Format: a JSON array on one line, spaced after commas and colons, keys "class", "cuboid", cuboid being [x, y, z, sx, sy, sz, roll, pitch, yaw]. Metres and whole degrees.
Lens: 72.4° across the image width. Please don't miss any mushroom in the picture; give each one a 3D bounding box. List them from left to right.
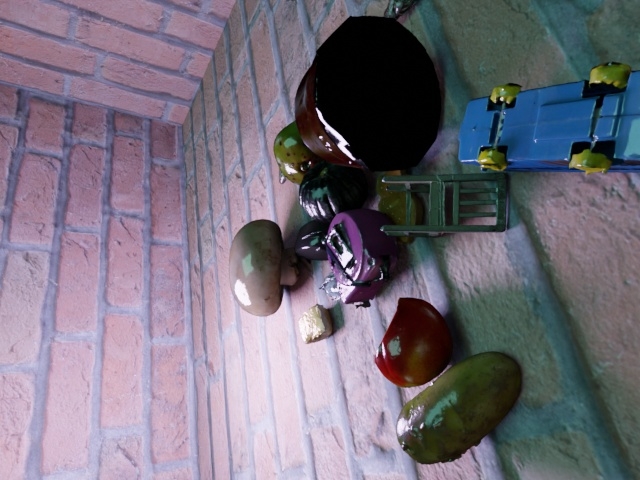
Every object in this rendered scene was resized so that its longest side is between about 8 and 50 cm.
[{"class": "mushroom", "cuboid": [-0.186, 0.100, 1.625, 0.362, 0.294, 0.363, 179, 90, -86]}]

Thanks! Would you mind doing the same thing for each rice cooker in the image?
[{"class": "rice cooker", "cuboid": [0.001, 0.000, 1.426, 0.203, 0.142, 0.119, -24, 53, 50]}]

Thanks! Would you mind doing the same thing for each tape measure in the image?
[{"class": "tape measure", "cuboid": [0.110, 0.036, 1.215, 0.232, 0.149, 0.245, 114, 143, -47]}]

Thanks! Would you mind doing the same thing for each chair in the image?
[{"class": "chair", "cuboid": [0.282, -0.079, 1.025, 0.270, 0.147, 0.137, 0, 86, 14]}]

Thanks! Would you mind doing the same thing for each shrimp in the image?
[{"class": "shrimp", "cuboid": [0.044, 0.143, 1.394, 0.090, 0.079, 0.233, 56, 151, -8]}, {"class": "shrimp", "cuboid": [0.244, -0.696, 1.233, 0.190, 0.074, 0.073, -38, 20, 36]}]

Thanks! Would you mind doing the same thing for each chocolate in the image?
[{"class": "chocolate", "cuboid": [0.081, -0.354, 1.159, 0.331, 0.383, 0.384, 1, 85, 59]}]

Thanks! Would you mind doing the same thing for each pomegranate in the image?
[{"class": "pomegranate", "cuboid": [-0.026, -0.317, 1.502, 0.231, 0.231, 0.286, -42, 6, 47]}]

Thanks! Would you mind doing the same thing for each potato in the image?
[{"class": "potato", "cuboid": [0.286, 0.347, 0.898, 0.298, 0.176, 0.141, -43, 51, 15]}]

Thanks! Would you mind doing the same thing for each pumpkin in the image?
[{"class": "pumpkin", "cuboid": [0.039, -0.152, 1.333, 0.220, 0.162, 0.221, -21, 34, 16]}]

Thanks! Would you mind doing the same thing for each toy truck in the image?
[{"class": "toy truck", "cuboid": [0.425, -0.189, 0.762, 0.385, 0.162, 0.161, 15, 98, 59]}]

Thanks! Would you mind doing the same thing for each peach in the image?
[{"class": "peach", "cuboid": [0.204, 0.234, 1.015, 0.190, 0.190, 0.192, -45, 67, 45]}]

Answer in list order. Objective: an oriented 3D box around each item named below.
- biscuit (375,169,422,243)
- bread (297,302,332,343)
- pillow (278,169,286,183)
[{"class": "biscuit", "cuboid": [0.219, -0.102, 1.193, 0.166, 0.036, 0.226, -50, 47, 46]}, {"class": "bread", "cuboid": [-0.013, 0.281, 1.454, 0.125, 0.082, 0.106, -40, 61, 35]}, {"class": "pillow", "cuboid": [-0.129, -0.348, 1.775, 0.093, 0.051, 0.241, 11, 91, 58]}]
